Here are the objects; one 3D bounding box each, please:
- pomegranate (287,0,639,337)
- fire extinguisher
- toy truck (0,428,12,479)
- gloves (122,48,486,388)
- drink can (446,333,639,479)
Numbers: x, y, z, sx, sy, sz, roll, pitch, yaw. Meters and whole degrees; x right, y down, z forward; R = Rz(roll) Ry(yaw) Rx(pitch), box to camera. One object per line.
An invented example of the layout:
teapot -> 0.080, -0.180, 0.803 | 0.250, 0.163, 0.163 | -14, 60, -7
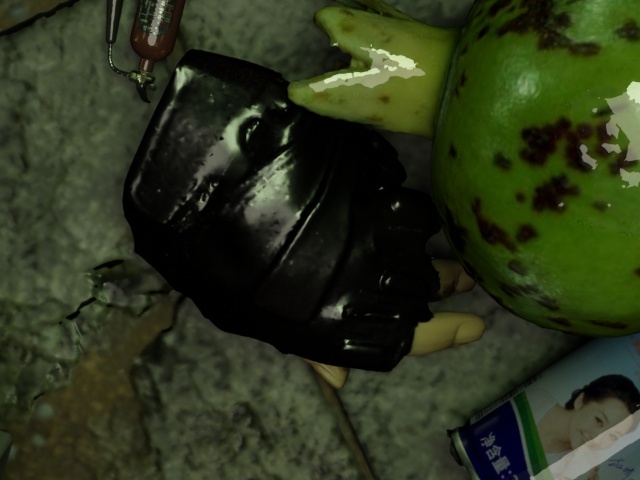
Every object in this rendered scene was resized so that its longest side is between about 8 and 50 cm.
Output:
pomegranate -> 0.120, -0.064, 0.787 | 0.263, 0.211, 0.211 | 17, 105, 15
fire extinguisher -> -0.097, -0.126, 0.852 | 0.046, 0.032, 0.100 | 14, 98, -14
toy truck -> -0.376, 0.102, 0.806 | 0.405, 0.254, 0.180 | 19, 108, -1
gloves -> 0.000, 0.000, 0.848 | 0.203, 0.124, 0.164 | 26, 121, 2
drink can -> 0.192, 0.082, 0.871 | 0.235, 0.097, 0.097 | -34, 102, 8
